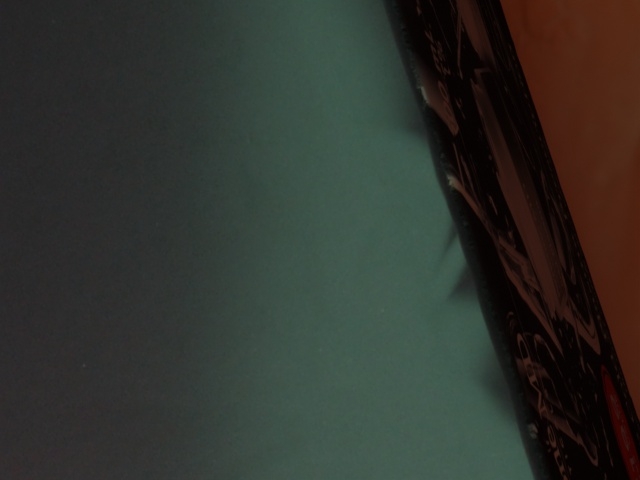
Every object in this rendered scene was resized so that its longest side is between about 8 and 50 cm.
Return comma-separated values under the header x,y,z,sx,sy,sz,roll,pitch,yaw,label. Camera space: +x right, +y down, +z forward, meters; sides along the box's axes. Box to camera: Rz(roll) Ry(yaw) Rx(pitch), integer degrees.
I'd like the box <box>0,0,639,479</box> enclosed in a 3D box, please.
x,y,z,sx,sy,sz,roll,pitch,yaw,label
0.000,0.000,0.564,0.179,0.312,0.343,-19,85,16,box
